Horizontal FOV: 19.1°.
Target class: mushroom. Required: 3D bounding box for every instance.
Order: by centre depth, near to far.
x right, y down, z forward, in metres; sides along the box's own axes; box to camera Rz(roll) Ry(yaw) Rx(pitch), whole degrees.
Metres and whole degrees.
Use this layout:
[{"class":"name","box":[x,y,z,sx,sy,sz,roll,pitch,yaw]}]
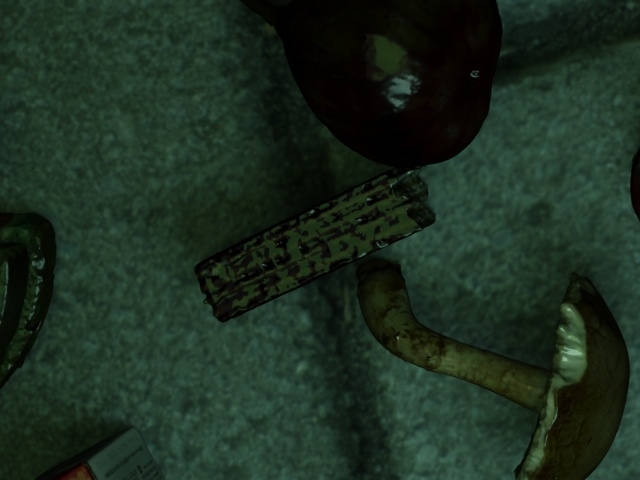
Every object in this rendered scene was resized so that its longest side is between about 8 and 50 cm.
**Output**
[{"class":"mushroom","box":[0.165,0.148,1.863,0.301,0.233,0.208,-5,129,37]}]

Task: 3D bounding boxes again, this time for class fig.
[{"class":"fig","box":[0.026,-0.207,1.874,0.321,0.217,0.217,28,104,36]}]

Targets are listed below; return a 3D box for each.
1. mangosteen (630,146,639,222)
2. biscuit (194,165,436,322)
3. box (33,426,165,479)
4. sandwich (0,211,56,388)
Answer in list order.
[{"class":"mangosteen","box":[0.366,-0.064,1.809,0.166,0.180,0.166,-5,109,-14]},{"class":"biscuit","box":[0.000,0.000,1.922,0.252,0.106,0.070,-26,90,13]},{"class":"box","box":[-0.247,0.278,1.977,0.133,0.182,0.099,-30,91,12]},{"class":"sandwich","box":[-0.401,0.077,2.019,0.292,0.109,0.212,-42,88,15]}]
